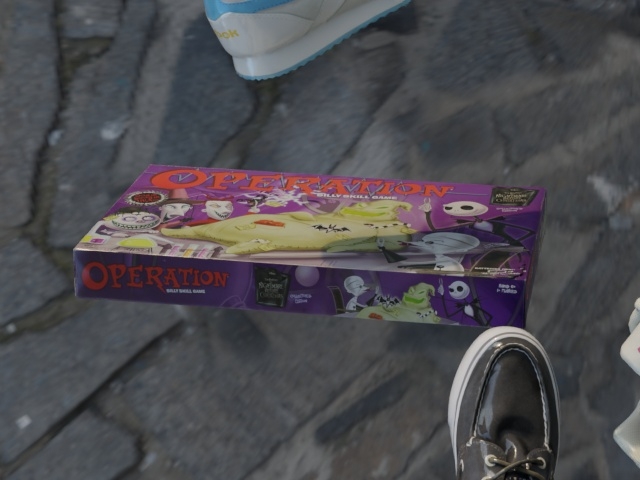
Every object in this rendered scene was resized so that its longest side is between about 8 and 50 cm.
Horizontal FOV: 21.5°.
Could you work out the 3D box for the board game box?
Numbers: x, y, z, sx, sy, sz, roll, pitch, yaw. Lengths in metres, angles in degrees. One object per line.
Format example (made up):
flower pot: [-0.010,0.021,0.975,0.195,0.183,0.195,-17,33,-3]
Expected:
board game box: [0.000,0.000,1.342,0.346,0.208,0.056,3,107,10]

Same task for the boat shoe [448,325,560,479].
boat shoe: [0.122,0.173,1.127,0.080,0.076,0.229,10,90,-8]

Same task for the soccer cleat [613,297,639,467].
soccer cleat: [0.300,0.037,1.252,0.143,0.116,0.331,-10,121,-24]

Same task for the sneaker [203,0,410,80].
sneaker: [0.019,-0.211,1.214,0.228,0.087,0.092,-36,122,-12]
